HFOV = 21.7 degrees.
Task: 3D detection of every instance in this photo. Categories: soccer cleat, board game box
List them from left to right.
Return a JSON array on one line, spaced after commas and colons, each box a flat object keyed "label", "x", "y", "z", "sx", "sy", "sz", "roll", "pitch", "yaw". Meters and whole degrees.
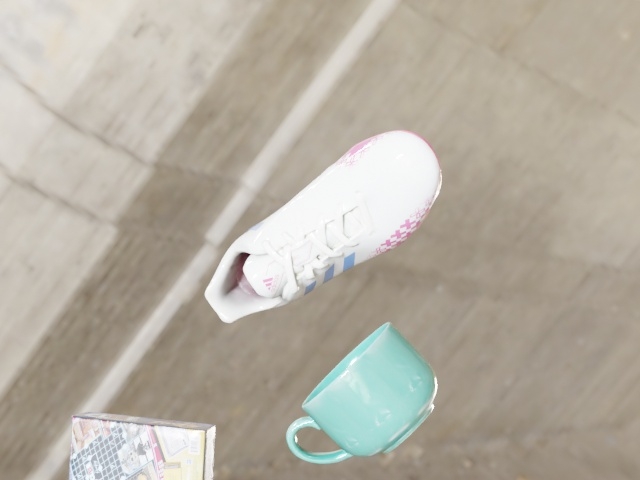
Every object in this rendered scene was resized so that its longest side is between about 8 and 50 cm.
[{"label": "board game box", "x": -0.211, "y": 0.327, "z": 1.935, "sx": 0.165, "sy": 0.243, "sz": 0.042, "roll": 5, "pitch": 4, "yaw": 13}, {"label": "soccer cleat", "x": 0.000, "y": 0.000, "z": 1.817, "sx": 0.116, "sy": 0.331, "sz": 0.143, "roll": 51, "pitch": 43, "yaw": -3}]

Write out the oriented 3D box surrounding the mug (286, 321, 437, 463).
[{"label": "mug", "x": 0.052, "y": 0.171, "z": 1.760, "sx": 0.097, "sy": 0.158, "sz": 0.129, "roll": 46, "pitch": 38, "yaw": -1}]
